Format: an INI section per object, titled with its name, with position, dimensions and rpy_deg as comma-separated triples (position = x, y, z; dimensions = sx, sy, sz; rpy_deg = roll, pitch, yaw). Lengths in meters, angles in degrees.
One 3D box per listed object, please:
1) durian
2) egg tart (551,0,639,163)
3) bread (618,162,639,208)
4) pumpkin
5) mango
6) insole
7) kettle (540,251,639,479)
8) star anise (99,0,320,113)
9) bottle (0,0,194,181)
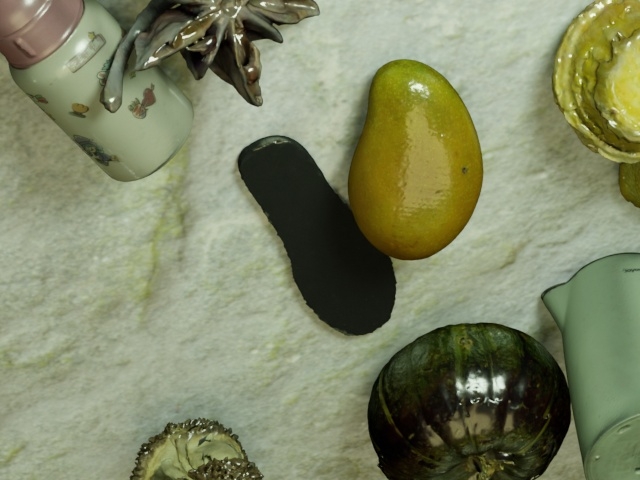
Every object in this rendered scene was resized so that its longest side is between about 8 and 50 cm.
[durian]
position = -0.122, 0.297, 2.044
dimensions = 0.167, 0.196, 0.196
rpy_deg = -34, 128, 20
[egg tart]
position = 0.319, -0.156, 1.707
dimensions = 0.191, 0.074, 0.191
rpy_deg = 0, 103, 2
[bread]
position = 0.390, -0.087, 1.831
dimensions = 0.149, 0.065, 0.187
rpy_deg = 7, 130, -20
[pumpkin]
position = 0.166, 0.202, 2.009
dimensions = 0.238, 0.159, 0.238
rpy_deg = -7, 133, -7
[mango]
position = 0.095, -0.077, 1.784
dimensions = 0.136, 0.099, 0.227
rpy_deg = 0, 125, 2
[insole]
position = 0.000, 0.000, 1.898
dimensions = 0.110, 0.012, 0.309
rpy_deg = -22, 132, 15
[kettle]
position = 0.370, 0.142, 1.908
dimensions = 0.240, 0.255, 0.165
rpy_deg = 1, 131, -5
[star anise]
position = -0.106, -0.212, 1.611
dimensions = 0.231, 0.089, 0.209
rpy_deg = -19, 113, -16
[bottle]
position = -0.224, -0.162, 1.650
dimensions = 0.110, 0.110, 0.233
rpy_deg = -28, 131, 19
